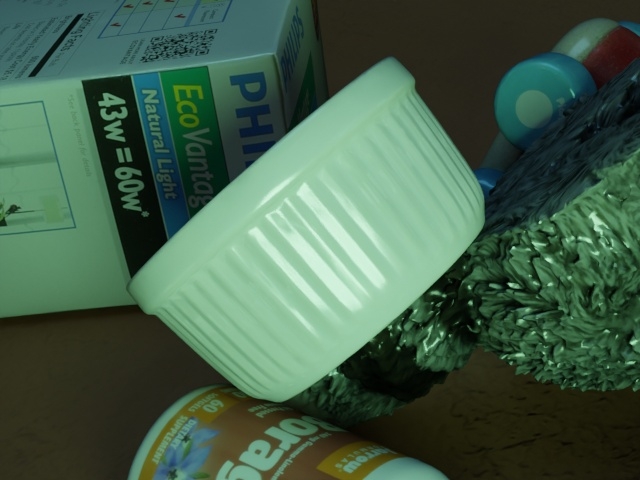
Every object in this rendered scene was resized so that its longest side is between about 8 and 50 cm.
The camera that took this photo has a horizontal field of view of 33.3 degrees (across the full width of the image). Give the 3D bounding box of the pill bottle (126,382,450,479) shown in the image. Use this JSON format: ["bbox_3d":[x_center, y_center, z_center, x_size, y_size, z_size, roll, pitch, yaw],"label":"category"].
[{"bbox_3d":[0.002,0.165,0.595,0.216,0.121,0.121,15,38,38],"label":"pill bottle"}]

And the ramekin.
[{"bbox_3d":[0.000,0.000,0.626,0.207,0.109,0.207,-41,2,2],"label":"ramekin"}]

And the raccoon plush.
[{"bbox_3d":[0.222,0.070,0.707,0.446,0.299,0.216,-37,10,38],"label":"raccoon plush"}]

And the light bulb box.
[{"bbox_3d":[-0.182,-0.117,1.047,0.361,0.225,0.358,-5,29,7],"label":"light bulb box"}]

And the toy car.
[{"bbox_3d":[0.257,-0.039,0.866,0.238,0.210,0.219,37,33,18],"label":"toy car"}]
